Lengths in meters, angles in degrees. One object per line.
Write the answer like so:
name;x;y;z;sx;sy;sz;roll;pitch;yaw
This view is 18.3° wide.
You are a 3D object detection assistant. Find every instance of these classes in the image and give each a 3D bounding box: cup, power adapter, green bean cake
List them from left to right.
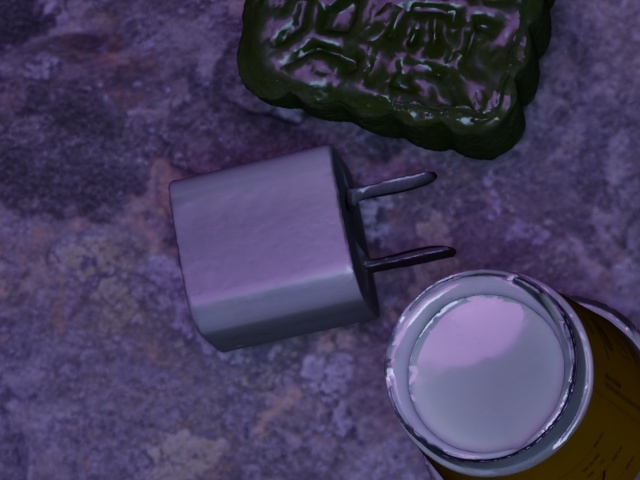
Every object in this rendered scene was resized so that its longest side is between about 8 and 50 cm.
power adapter;0.000;0.000;1.554;0.205;0.125;0.130;-12;74;8
green bean cake;0.059;-0.191;1.587;0.248;0.125;0.222;9;79;14
cup;0.142;0.114;1.422;0.196;0.279;0.196;-4;76;17
